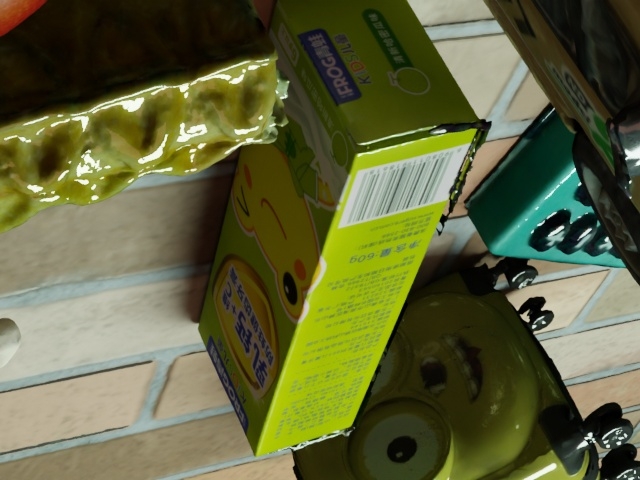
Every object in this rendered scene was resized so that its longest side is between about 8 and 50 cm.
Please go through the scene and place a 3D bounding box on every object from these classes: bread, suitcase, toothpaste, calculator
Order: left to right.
[{"bbox_3d":[-0.148,-0.055,0.677,0.269,0.087,0.098,-19,126,-17],"label":"bread"},{"bbox_3d":[0.000,0.000,0.873,0.077,0.110,0.327,-15,149,-23],"label":"toothpaste"},{"bbox_3d":[0.086,0.134,1.077,0.235,0.194,0.143,-28,143,2],"label":"suitcase"},{"bbox_3d":[0.261,-0.067,1.028,0.274,0.058,0.248,4,138,-41],"label":"calculator"}]

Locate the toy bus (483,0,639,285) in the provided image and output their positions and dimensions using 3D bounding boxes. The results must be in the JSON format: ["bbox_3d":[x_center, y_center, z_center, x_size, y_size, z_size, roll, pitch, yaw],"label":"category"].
[{"bbox_3d":[0.099,-0.152,0.451,0.177,0.365,0.202,-29,148,2],"label":"toy bus"}]

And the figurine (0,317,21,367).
[{"bbox_3d":[-0.270,0.089,0.826,0.195,0.111,0.102,-44,164,22],"label":"figurine"}]

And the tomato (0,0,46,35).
[{"bbox_3d":[-0.135,-0.145,0.459,0.195,0.136,0.195,-32,133,-43],"label":"tomato"}]
